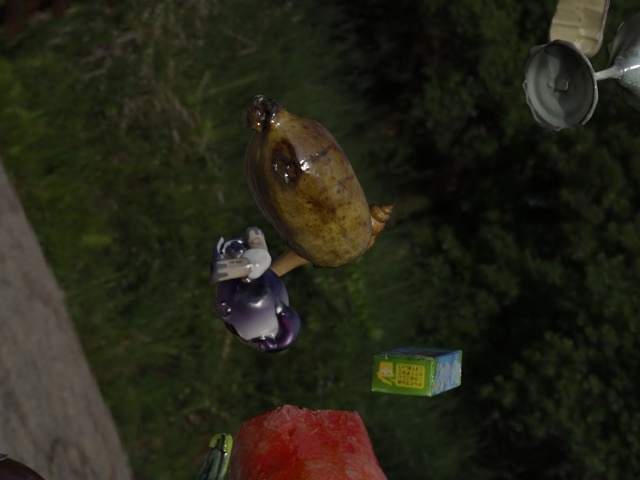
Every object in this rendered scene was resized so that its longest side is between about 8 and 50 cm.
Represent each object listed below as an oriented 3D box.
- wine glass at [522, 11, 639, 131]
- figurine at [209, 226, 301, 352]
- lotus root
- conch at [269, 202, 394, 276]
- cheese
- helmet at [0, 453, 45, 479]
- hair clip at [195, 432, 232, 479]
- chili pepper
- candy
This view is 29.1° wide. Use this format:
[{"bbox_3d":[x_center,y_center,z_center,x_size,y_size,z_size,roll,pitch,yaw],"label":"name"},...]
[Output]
[{"bbox_3d":[0.381,-0.221,1.631,0.156,0.232,0.156,21,-62,44],"label":"wine glass"},{"bbox_3d":[-0.107,0.096,2.104,0.145,0.145,0.222,-106,-176,-52],"label":"figurine"},{"bbox_3d":[-0.023,-0.074,1.583,0.145,0.128,0.260,11,-45,51],"label":"lotus root"},{"bbox_3d":[-0.003,-0.002,2.237,0.093,0.330,0.109,31,43,-51],"label":"conch"},{"bbox_3d":[0.357,-0.295,1.705,0.163,0.082,0.286,-61,158,-53],"label":"cheese"},{"bbox_3d":[-0.408,0.366,1.509,0.189,0.193,0.216,4,77,-78],"label":"helmet"},{"bbox_3d":[-0.159,0.332,1.570,0.060,0.188,0.033,5,-29,49],"label":"hair clip"},{"bbox_3d":[-0.019,0.391,2.004,0.305,0.251,0.229,-108,171,-46],"label":"chili pepper"},{"bbox_3d":[0.150,0.198,1.883,0.194,0.097,0.062,2,90,-70],"label":"candy"}]
